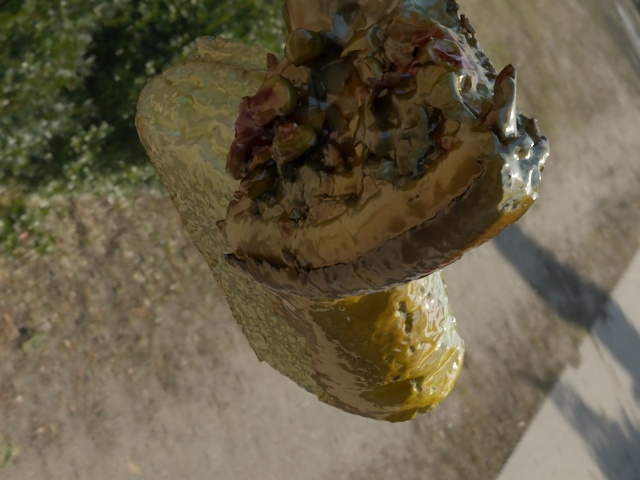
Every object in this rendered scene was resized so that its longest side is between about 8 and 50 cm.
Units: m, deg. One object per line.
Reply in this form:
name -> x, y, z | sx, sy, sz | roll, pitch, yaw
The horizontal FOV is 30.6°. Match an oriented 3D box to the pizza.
pizza -> 0.035, -0.092, 0.668 | 0.074, 0.251, 0.288 | 2, 102, -37

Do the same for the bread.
bread -> 0.000, 0.000, 1.058 | 0.236, 0.165, 0.375 | 25, -26, 35
